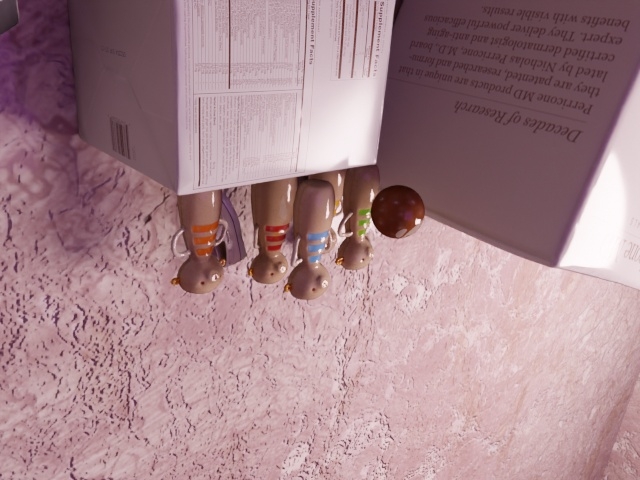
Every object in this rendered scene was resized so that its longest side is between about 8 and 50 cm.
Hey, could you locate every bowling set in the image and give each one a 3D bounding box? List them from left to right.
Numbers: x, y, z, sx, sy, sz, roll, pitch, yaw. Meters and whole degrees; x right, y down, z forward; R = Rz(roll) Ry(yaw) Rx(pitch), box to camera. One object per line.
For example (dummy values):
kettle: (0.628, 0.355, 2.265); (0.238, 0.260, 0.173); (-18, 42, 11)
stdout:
bowling set: (0.000, 0.000, 0.624); (0.287, 0.200, 0.154); (-23, 127, -47)

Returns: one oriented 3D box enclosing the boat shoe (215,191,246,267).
boat shoe: (-0.113, -0.011, 0.662); (0.035, 0.035, 0.100); (-35, 137, -29)

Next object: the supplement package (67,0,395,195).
supplement package: (-0.080, -0.147, 0.511); (0.203, 0.194, 0.149); (-14, 119, -38)

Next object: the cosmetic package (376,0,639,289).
cosmetic package: (0.296, -0.185, 0.750); (0.330, 0.327, 0.393); (11, 102, -45)

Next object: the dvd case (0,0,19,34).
dvd case: (-0.233, -0.232, 0.264); (0.029, 0.179, 0.238); (-44, 99, -25)
